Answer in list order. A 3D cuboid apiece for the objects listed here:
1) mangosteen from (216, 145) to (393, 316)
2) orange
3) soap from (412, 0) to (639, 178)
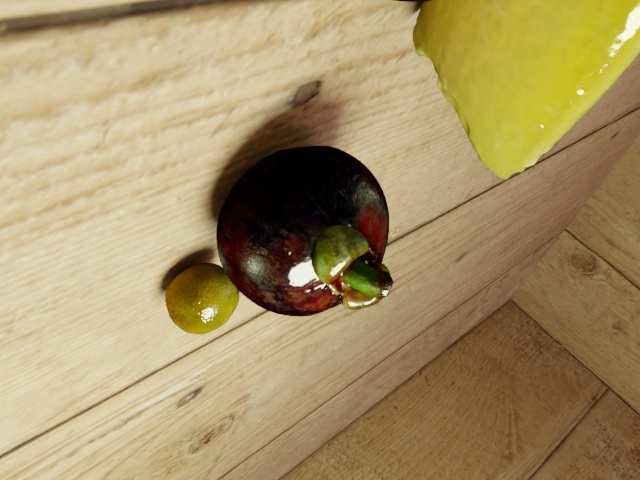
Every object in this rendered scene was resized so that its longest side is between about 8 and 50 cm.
[{"bbox_3d":[-0.006,-0.002,0.879,0.216,0.216,0.216,-39,159,-18],"label":"mangosteen"},{"bbox_3d":[-0.143,0.070,0.920,0.095,0.085,0.085,-29,154,-33],"label":"orange"},{"bbox_3d":[0.201,-0.270,0.675,0.115,0.306,0.427,-8,156,-11],"label":"soap"}]
